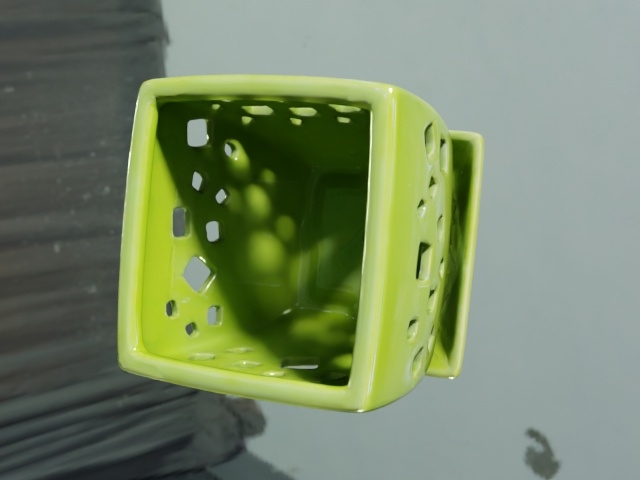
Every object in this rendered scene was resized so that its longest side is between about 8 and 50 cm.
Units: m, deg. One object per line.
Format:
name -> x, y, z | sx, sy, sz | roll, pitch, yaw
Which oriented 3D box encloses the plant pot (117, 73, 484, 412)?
plant pot -> 0.000, 0.000, 0.924 | 0.228, 0.207, 0.227 | 6, 91, 33
